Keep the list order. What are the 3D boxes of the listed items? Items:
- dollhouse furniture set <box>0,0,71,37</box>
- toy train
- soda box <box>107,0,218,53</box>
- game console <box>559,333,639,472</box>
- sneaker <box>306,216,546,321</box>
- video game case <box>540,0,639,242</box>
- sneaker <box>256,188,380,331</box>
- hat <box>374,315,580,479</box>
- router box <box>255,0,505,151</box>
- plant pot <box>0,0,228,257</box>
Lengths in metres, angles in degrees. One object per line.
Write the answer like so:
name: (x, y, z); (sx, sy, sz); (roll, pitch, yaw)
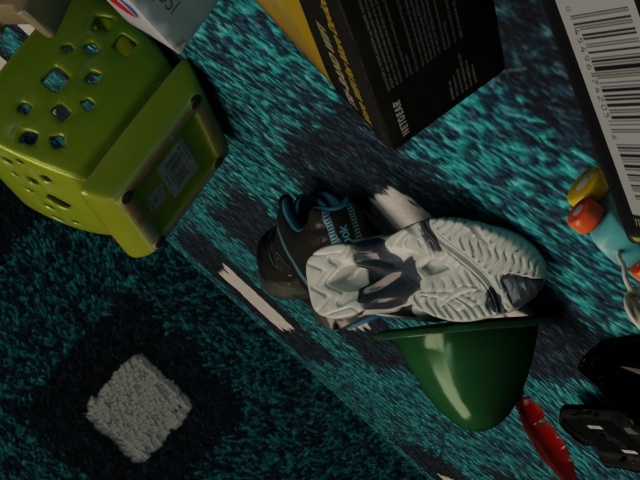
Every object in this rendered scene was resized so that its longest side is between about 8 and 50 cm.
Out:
dollhouse furniture set: (-0.322, -0.298, 1.019); (0.262, 0.135, 0.259); (6, 162, 29)
toy train: (0.208, 0.000, 0.654); (0.166, 0.046, 0.125); (-3, -125, -51)
soda box: (-0.160, -0.239, 0.933); (0.069, 0.074, 0.216); (34, 175, 25)
game console: (0.309, 0.178, 1.090); (0.213, 0.044, 0.361); (44, 168, 0)
sneaker: (0.120, 0.028, 1.070); (0.235, 0.094, 0.153); (-14, 176, 37)
video game case: (0.137, -0.116, 0.357); (0.275, 0.035, 0.248); (67, 162, -14)
sneaker: (0.000, 0.000, 1.356); (0.341, 0.125, 0.140); (-162, 53, -70)
hat: (0.147, 0.166, 1.071); (0.208, 0.172, 0.184); (140, 124, -84)
router box: (-0.033, -0.214, 0.535); (0.243, 0.081, 0.309); (51, 175, 30)
plant pot: (-0.245, -0.125, 1.375); (0.207, 0.227, 0.228); (31, 165, 19)
